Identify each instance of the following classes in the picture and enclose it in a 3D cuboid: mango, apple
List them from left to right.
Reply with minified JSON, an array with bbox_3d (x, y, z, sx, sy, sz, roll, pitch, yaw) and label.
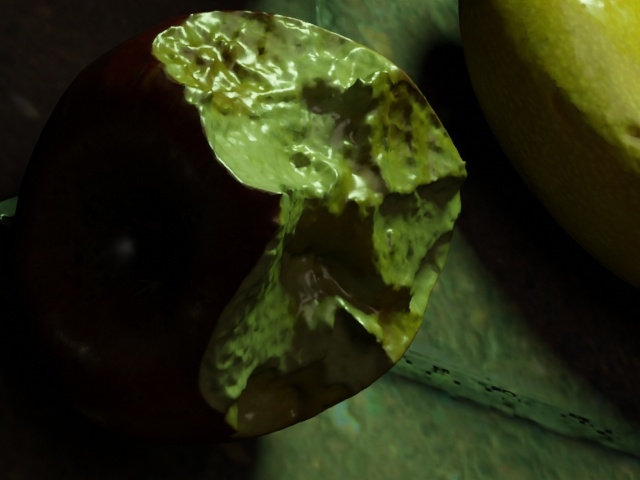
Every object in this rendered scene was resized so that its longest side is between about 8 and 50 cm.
[{"bbox_3d":[-0.032,-0.005,0.730,0.158,0.147,0.156,-8,84,-54],"label":"apple"},{"bbox_3d":[0.158,-0.063,0.965,0.262,0.109,0.157,47,52,3],"label":"mango"}]

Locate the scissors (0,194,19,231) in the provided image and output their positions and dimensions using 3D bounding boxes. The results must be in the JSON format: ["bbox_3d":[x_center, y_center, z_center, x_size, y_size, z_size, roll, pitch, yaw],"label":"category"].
[{"bbox_3d":[-0.087,-0.019,0.790,0.113,0.012,0.039,-14,72,-45],"label":"scissors"}]
